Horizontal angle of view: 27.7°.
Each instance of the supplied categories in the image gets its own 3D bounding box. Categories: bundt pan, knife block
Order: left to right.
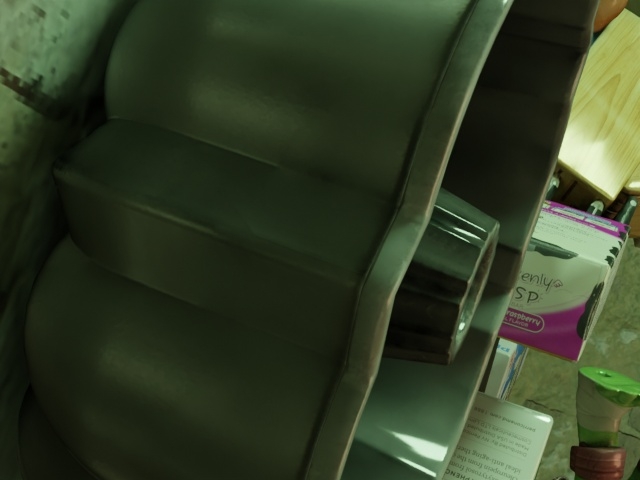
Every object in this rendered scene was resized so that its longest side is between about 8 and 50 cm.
[{"bbox_3d":[0.000,0.000,0.477,0.331,0.124,0.330,19,90,-78],"label":"bundt pan"},{"bbox_3d":[0.206,-0.076,1.152,0.088,0.242,0.275,119,-36,-55],"label":"knife block"}]

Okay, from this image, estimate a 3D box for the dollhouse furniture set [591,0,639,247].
[{"bbox_3d":[0.418,-0.171,1.246,0.286,0.198,0.303,124,-35,-59],"label":"dollhouse furniture set"}]

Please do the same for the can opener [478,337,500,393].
[{"bbox_3d":[0.133,0.071,1.261,0.093,0.074,0.280,-22,138,-26],"label":"can opener"}]

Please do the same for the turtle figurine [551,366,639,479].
[{"bbox_3d":[0.259,0.253,1.050,0.275,0.198,0.266,-31,134,-78],"label":"turtle figurine"}]

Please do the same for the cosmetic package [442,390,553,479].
[{"bbox_3d":[0.057,0.311,1.077,0.197,0.155,0.365,82,29,-65],"label":"cosmetic package"}]

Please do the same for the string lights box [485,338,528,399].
[{"bbox_3d":[0.201,0.140,1.571,0.260,0.077,0.133,-39,147,-65],"label":"string lights box"}]

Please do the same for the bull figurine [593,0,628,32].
[{"bbox_3d":[0.281,-0.331,1.160,0.310,0.101,0.188,-66,173,29],"label":"bull figurine"}]

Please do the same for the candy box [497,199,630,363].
[{"bbox_3d":[0.129,0.010,0.927,0.233,0.159,0.071,-20,127,-72],"label":"candy box"}]
